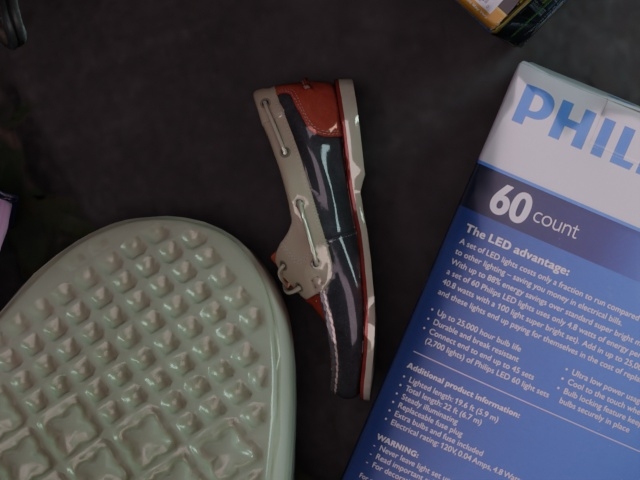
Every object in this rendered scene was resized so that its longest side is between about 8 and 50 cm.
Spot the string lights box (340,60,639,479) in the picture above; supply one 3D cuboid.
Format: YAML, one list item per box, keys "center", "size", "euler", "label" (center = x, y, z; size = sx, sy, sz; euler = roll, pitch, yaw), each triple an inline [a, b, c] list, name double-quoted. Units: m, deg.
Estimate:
- center: [0.091, 0.072, 0.749]
  size: [0.133, 0.077, 0.260]
  euler: [24, 98, 7]
  label: "string lights box"

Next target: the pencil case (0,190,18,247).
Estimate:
- center: [-0.273, -0.015, 0.750]
  size: [0.284, 0.124, 0.124]
  euler: [18, 97, -8]
  label: "pencil case"

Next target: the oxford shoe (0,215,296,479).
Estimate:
- center: [-0.108, 0.211, 0.776]
  size: [0.169, 0.130, 0.449]
  euler: [9, 81, 15]
  label: "oxford shoe"

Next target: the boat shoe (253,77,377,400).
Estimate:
- center: [0.000, 0.000, 0.772]
  size: [0.043, 0.049, 0.137]
  euler: [-6, 87, -3]
  label: "boat shoe"

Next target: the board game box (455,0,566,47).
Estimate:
- center: [0.026, -0.148, 0.711]
  size: [0.170, 0.141, 0.048]
  euler: [43, 101, 4]
  label: "board game box"

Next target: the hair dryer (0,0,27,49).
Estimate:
- center: [-0.217, -0.197, 0.745]
  size: [0.223, 0.080, 0.293]
  euler: [-16, 103, 42]
  label: "hair dryer"
